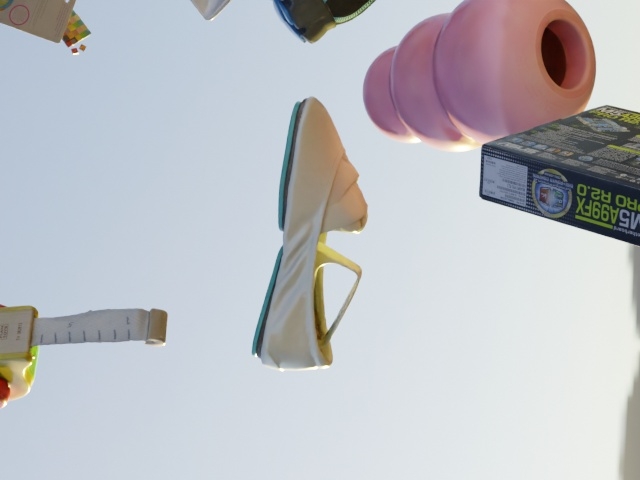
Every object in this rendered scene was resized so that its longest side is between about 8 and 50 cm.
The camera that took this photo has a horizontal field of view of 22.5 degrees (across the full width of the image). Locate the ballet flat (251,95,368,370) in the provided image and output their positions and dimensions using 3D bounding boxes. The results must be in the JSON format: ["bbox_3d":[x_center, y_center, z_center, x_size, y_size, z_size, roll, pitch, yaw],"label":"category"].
[{"bbox_3d":[0.000,0.000,2.188,0.139,0.139,0.400,-50,-27,-64],"label":"ballet flat"}]

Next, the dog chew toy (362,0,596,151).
[{"bbox_3d":[0.183,-0.204,2.032,0.206,0.332,0.207,6,-100,-41],"label":"dog chew toy"}]

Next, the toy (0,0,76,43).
[{"bbox_3d":[-0.419,-0.357,2.068,0.237,0.056,0.137,17,-78,-40],"label":"toy"}]

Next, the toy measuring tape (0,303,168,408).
[{"bbox_3d":[-0.308,0.123,1.755,0.121,0.330,0.121,-5,-90,-75],"label":"toy measuring tape"}]

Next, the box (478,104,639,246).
[{"bbox_3d":[0.325,-0.061,1.582,0.216,0.270,0.060,-19,-62,-42],"label":"box"}]

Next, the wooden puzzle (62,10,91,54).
[{"bbox_3d":[-0.403,-0.343,2.608,0.049,0.006,0.083,-38,-87,-33],"label":"wooden puzzle"}]

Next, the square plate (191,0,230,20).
[{"bbox_3d":[-0.142,-0.560,2.349,0.347,0.344,0.049,54,-153,13],"label":"square plate"}]

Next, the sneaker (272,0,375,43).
[{"bbox_3d":[-0.043,-0.398,1.811,0.341,0.139,0.125,62,175,-17],"label":"sneaker"}]
